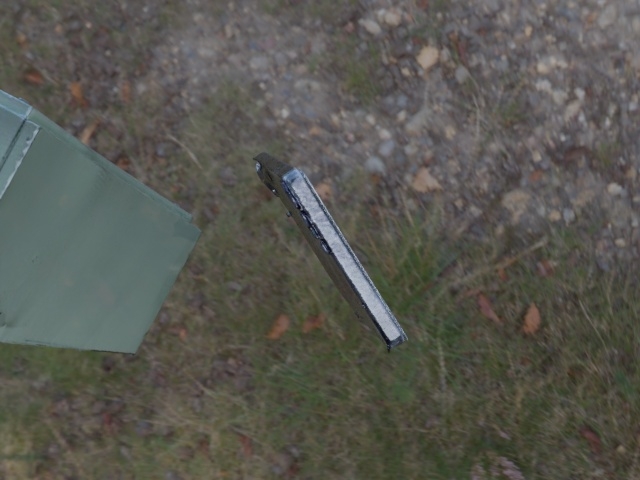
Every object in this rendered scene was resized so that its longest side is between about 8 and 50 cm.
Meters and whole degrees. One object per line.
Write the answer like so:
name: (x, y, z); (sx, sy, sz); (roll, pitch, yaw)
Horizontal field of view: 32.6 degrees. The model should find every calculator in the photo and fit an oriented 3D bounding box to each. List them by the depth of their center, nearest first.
calculator: (0.000, 0.000, 0.914); (0.021, 0.262, 0.161); (-33, 102, -3)

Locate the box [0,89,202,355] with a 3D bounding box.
box: (-0.149, -0.019, 0.479); (0.129, 0.225, 0.086); (27, 86, 10)
